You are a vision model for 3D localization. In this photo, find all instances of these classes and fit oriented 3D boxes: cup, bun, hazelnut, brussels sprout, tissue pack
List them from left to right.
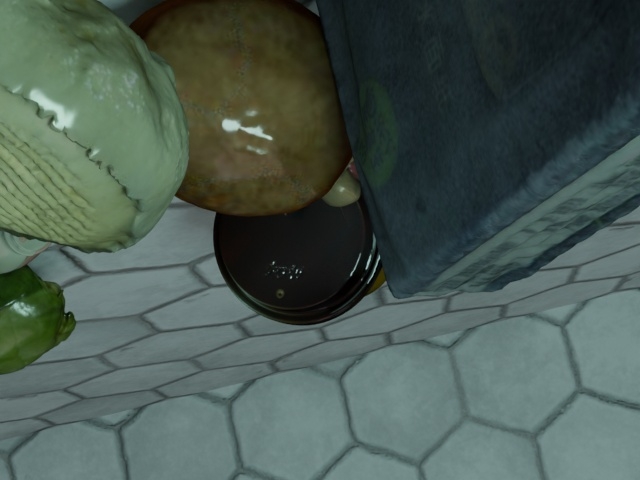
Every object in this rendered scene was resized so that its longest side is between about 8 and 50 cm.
[{"bbox_3d":[-0.213,-0.110,0.845,0.287,0.146,0.287,19,159,7],"label":"bun"},{"bbox_3d":[-0.389,0.094,1.579,0.145,0.131,0.183,-32,172,-18],"label":"brussels sprout"},{"bbox_3d":[-0.067,-0.113,1.015,0.214,0.176,0.214,16,-170,-3],"label":"hazelnut"},{"bbox_3d":[0.000,0.000,1.467,0.196,0.196,0.279,-16,173,12],"label":"cup"},{"bbox_3d":[0.135,-0.153,0.789,0.124,0.288,0.394,-5,164,-24],"label":"tissue pack"}]

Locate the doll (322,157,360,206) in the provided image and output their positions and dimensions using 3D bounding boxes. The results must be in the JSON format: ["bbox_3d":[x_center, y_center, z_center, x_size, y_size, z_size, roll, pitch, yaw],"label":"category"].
[{"bbox_3d":[0.106,-0.107,1.210,0.196,0.152,0.256,-20,166,-28],"label":"doll"}]

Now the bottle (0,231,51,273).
[{"bbox_3d":[-0.350,-0.018,1.173,0.236,0.148,0.147,-10,167,-40],"label":"bottle"}]
